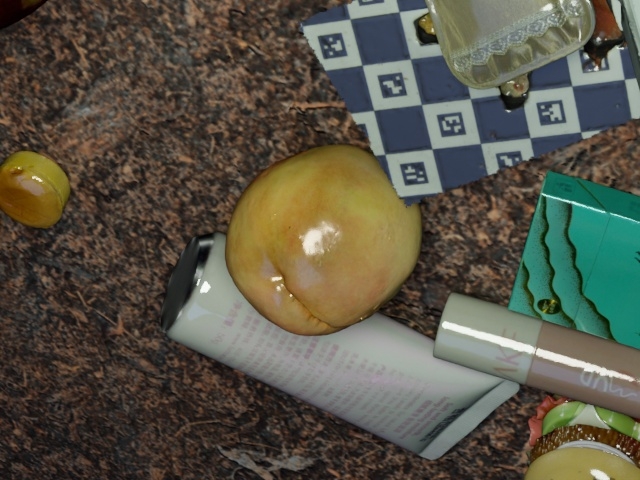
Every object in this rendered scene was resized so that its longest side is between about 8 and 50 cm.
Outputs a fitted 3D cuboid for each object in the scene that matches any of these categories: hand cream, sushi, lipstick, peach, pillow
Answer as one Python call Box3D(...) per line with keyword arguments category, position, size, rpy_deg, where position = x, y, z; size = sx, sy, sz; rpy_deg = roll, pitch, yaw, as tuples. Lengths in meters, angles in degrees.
Box3D(category="hand cream", position=(0.011, 0.113, 1.591), size=(0.358, 0.118, 0.185), rpy_deg=(27, 136, -13))
Box3D(category="sushi", position=(0.148, -0.159, 1.280), size=(0.279, 0.043, 0.192), rpy_deg=(-21, 112, 27))
Box3D(category="lipstick", position=(0.240, 0.117, 1.498), size=(0.254, 0.070, 0.070), rpy_deg=(16, 137, 10))
Box3D(category="peach", position=(0.000, 0.000, 1.422), size=(0.184, 0.184, 0.184), rpy_deg=(13, 136, 13))
Box3D(category="pillow", position=(0.121, -0.229, 1.200), size=(0.130, 0.033, 0.217), rpy_deg=(-22, 101, 28))

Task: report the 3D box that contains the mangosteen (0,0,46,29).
Box3D(category="mangosteen", position=(-0.336, -0.289, 1.170), size=(0.359, 0.306, 0.306), rpy_deg=(-24, 131, -11))

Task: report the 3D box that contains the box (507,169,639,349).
Box3D(category="box", position=(0.296, 0.034, 1.410), size=(0.226, 0.042, 0.161), rpy_deg=(18, 136, 8))

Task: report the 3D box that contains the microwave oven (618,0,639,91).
Box3D(category="microwave oven", position=(0.284, -0.158, 1.120), size=(0.122, 0.162, 0.208), rpy_deg=(-12, 121, 19))

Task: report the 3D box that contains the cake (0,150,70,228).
Box3D(category="cake", position=(-0.302, -0.052, 1.609), size=(0.084, 0.044, 0.084), rpy_deg=(14, 139, 13))

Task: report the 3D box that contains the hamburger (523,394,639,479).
Box3D(category="hamburger", position=(0.279, 0.235, 1.551), size=(0.175, 0.137, 0.175), rpy_deg=(14, 133, 15))
